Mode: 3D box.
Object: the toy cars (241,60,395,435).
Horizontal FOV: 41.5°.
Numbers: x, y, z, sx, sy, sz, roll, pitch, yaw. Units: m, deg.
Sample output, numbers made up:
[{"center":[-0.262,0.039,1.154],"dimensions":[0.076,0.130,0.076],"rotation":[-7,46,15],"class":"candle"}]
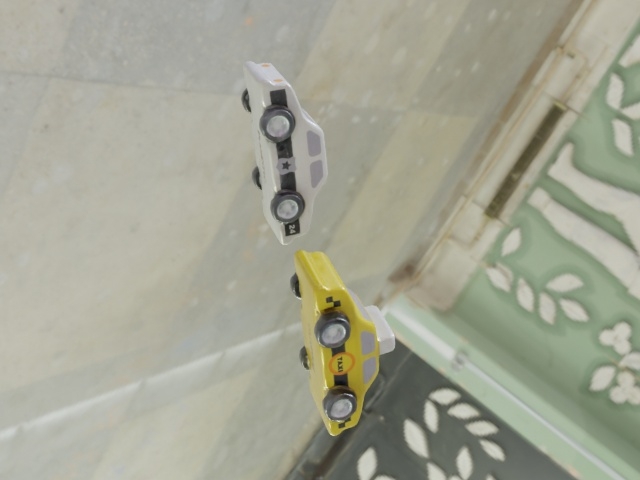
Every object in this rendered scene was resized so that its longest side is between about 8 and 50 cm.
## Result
[{"center":[0.000,0.000,0.880],"dimensions":[0.087,0.393,0.176],"rotation":[-13,170,-13],"class":"toy cars"}]
